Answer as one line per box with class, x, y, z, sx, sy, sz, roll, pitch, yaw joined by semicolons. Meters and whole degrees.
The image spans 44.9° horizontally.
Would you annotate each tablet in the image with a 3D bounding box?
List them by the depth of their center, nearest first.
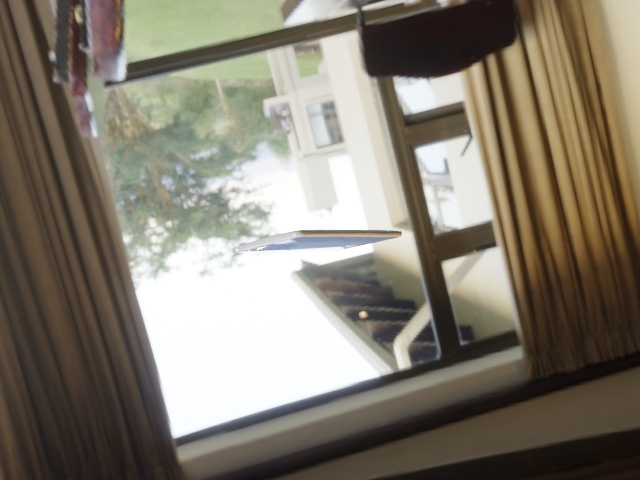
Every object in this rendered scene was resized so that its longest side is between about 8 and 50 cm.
tablet;0.000;0.000;0.431;0.083;0.006;0.054;0;170;-45
